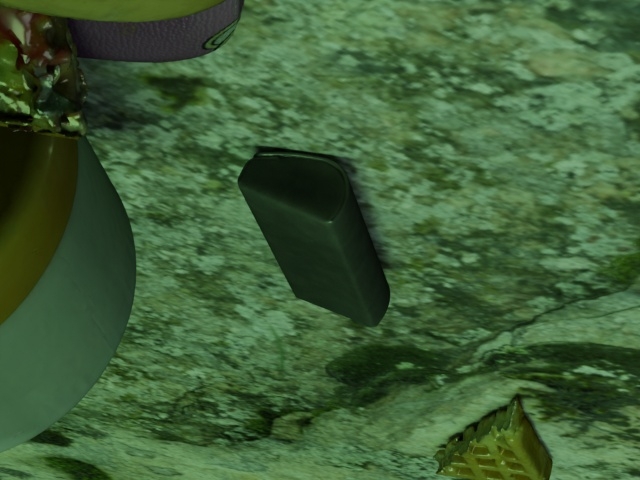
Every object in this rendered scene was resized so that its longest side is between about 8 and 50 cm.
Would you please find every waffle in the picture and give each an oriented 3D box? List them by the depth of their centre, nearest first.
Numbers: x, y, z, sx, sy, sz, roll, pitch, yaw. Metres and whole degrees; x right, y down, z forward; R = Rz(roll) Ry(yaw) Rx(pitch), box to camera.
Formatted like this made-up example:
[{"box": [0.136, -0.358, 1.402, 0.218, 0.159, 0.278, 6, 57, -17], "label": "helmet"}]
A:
[{"box": [0.135, 0.173, 1.509, 0.125, 0.032, 0.191, 6, 156, 23], "label": "waffle"}]

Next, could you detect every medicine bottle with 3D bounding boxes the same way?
[{"box": [-0.240, -0.012, 0.956, 0.237, 0.238, 0.232, 9, 159, 10], "label": "medicine bottle"}]

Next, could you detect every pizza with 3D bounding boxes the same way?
[{"box": [-0.175, -0.110, 0.733, 0.201, 0.053, 0.193, 21, 148, -16], "label": "pizza"}]

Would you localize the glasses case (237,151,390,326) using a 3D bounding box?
[{"box": [0.000, 0.001, 1.127, 0.072, 0.042, 0.190, 14, 160, 16], "label": "glasses case"}]

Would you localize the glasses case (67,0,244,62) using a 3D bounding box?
[{"box": [-0.190, -0.149, 0.806, 0.316, 0.076, 0.123, 11, 157, 2], "label": "glasses case"}]

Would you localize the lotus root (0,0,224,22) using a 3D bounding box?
[{"box": [-0.127, -0.161, 0.583, 0.303, 0.146, 0.131, 21, 130, -35], "label": "lotus root"}]
